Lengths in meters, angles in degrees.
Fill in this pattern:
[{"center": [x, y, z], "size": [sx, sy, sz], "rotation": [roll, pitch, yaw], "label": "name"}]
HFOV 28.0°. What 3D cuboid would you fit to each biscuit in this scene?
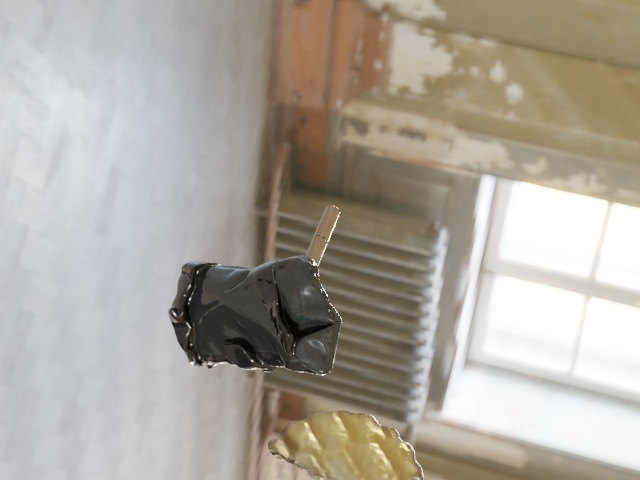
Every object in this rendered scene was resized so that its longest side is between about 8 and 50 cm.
[{"center": [0.041, 0.248, 1.385], "size": [0.118, 0.183, 0.061], "rotation": [-38, 143, -32], "label": "biscuit"}]

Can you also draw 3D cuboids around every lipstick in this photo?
[{"center": [0.000, 0.000, 1.489], "size": [0.019, 0.019, 0.094], "rotation": [86, 23, -54], "label": "lipstick"}]

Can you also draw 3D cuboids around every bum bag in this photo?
[{"center": [-0.057, 0.057, 0.952], "size": [0.049, 0.198, 0.087], "rotation": [-4, 91, -40], "label": "bum bag"}]
